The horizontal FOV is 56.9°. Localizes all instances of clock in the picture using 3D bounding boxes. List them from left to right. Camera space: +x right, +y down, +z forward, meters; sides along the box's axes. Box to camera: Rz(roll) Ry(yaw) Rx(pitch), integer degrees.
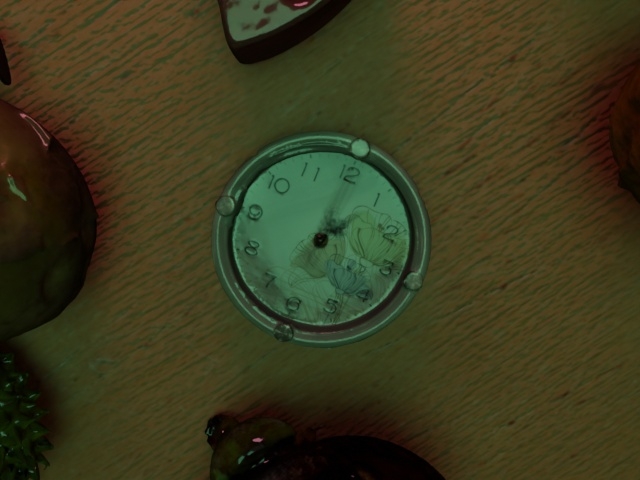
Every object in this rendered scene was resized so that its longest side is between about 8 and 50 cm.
[{"bbox_3d":[0.000,0.000,0.647,0.236,0.053,0.236,0,99,1],"label":"clock"}]

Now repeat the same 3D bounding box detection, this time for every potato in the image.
[{"bbox_3d":[-0.352,-0.042,0.553,0.237,0.301,0.289,-24,129,-13],"label":"potato"}]

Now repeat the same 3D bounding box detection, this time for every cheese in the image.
[{"bbox_3d":[-0.017,-0.288,0.564,0.177,0.128,0.203,-10,96,-1],"label":"cheese"}]

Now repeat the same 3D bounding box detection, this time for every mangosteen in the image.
[{"bbox_3d":[-0.001,0.334,0.620,0.306,0.359,0.306,-16,122,-27],"label":"mangosteen"}]

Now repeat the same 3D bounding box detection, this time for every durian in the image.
[{"bbox_3d":[-0.455,0.170,0.645,0.355,0.157,0.169,24,137,3],"label":"durian"}]

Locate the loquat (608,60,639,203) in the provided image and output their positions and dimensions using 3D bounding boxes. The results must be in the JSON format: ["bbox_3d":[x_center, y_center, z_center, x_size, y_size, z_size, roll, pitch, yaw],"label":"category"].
[{"bbox_3d":[0.413,-0.113,0.522,0.276,0.276,0.284,45,113,-8],"label":"loquat"}]

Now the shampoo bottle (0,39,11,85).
[{"bbox_3d":[-0.459,-0.204,0.588,0.284,0.071,0.153,0,86,-1],"label":"shampoo bottle"}]
